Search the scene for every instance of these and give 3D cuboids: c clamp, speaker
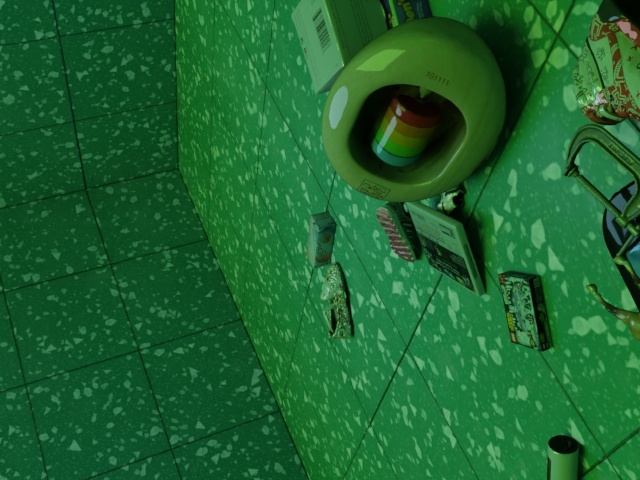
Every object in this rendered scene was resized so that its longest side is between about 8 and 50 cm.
[{"bbox_3d":[0.384,-0.073,1.020,0.161,0.022,0.137,55,150,22],"label":"c clamp"},{"bbox_3d":[0.442,0.424,1.377,0.055,0.055,0.136,-140,39,-58],"label":"speaker"}]

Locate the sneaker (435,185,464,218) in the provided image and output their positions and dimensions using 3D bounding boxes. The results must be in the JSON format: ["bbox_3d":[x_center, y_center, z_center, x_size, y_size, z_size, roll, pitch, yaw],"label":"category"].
[{"bbox_3d":[0.261,-0.068,1.518,0.044,0.040,0.109,53,152,41],"label":"sneaker"}]

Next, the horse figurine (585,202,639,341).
[{"bbox_3d":[0.436,0.061,0.945,0.263,0.066,0.174,103,147,-48],"label":"horse figurine"}]

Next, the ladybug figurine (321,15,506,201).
[{"bbox_3d":[0.164,-0.232,1.360,0.449,0.305,0.162,123,167,-57],"label":"ladybug figurine"}]

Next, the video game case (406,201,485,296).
[{"bbox_3d":[0.256,0.011,1.553,0.190,0.022,0.173,36,154,60],"label":"video game case"}]

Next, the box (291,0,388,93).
[{"bbox_3d":[0.042,-0.410,1.499,0.182,0.119,0.181,158,96,-71],"label":"box"}]

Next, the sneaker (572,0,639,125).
[{"bbox_3d":[0.407,-0.178,0.944,0.145,0.090,0.270,101,158,-52],"label":"sneaker"}]

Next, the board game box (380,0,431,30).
[{"bbox_3d":[0.126,-0.462,1.531,0.233,0.078,0.347,165,90,-70],"label":"board game box"}]

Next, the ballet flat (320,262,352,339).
[{"bbox_3d":[0.041,0.188,2.247,0.091,0.077,0.241,-162,60,-68],"label":"ballet flat"}]

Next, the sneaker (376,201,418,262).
[{"bbox_3d":[0.190,-0.026,1.720,0.063,0.075,0.170,9,137,50],"label":"sneaker"}]

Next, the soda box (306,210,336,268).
[{"bbox_3d":[0.000,0.000,2.245,0.183,0.058,0.063,97,151,-48],"label":"soda box"}]

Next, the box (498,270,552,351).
[{"bbox_3d":[0.373,0.128,1.379,0.094,0.027,0.137,-172,67,-70],"label":"box"}]

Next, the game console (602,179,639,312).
[{"bbox_3d":[0.517,0.062,0.899,0.342,0.060,0.386,123,128,-65],"label":"game console"}]
